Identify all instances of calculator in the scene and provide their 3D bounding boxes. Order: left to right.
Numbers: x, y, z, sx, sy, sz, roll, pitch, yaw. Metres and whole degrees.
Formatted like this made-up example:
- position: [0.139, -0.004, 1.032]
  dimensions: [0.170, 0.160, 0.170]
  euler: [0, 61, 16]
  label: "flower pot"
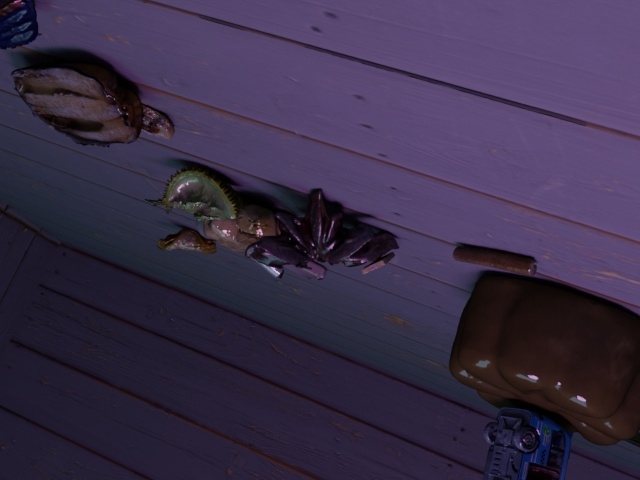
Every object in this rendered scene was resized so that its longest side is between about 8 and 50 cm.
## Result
- position: [-0.067, 0.052, 2.069]
  dimensions: [0.175, 0.032, 0.100]
  euler: [28, 166, -14]
  label: "calculator"

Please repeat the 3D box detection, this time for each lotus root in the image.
- position: [-0.403, -0.243, 1.417]
  dimensions: [0.329, 0.078, 0.167]
  euler: [15, 141, 42]
  label: "lotus root"

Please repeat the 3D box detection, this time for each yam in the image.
- position: [0.282, 0.031, 1.370]
  dimensions: [0.145, 0.032, 0.032]
  euler: [11, 162, 42]
  label: "yam"

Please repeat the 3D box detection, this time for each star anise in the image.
- position: [0.002, -0.001, 1.537]
  dimensions: [0.282, 0.129, 0.212]
  euler: [3, 164, 10]
  label: "star anise"

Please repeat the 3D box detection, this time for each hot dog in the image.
- position: [-0.369, -0.002, 2.324]
  dimensions: [0.169, 0.061, 0.078]
  euler: [4, -161, 0]
  label: "hot dog"

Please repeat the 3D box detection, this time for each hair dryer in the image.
- position: [-0.169, 0.011, 1.906]
  dimensions: [0.236, 0.073, 0.131]
  euler: [44, 161, -16]
  label: "hair dryer"

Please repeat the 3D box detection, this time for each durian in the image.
- position: [-0.244, -0.092, 1.653]
  dimensions: [0.215, 0.100, 0.086]
  euler: [10, 159, 25]
  label: "durian"

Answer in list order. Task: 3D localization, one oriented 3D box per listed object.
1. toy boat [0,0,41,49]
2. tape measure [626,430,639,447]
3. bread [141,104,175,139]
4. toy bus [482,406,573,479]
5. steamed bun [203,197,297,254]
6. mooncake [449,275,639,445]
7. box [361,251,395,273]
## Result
- position: [-0.476, -0.367, 1.098]
  dimensions: [0.219, 0.072, 0.318]
  euler: [23, 158, 17]
  label: "toy boat"
- position: [0.674, 0.342, 1.685]
  dimensions: [0.262, 0.138, 0.259]
  euler: [28, 168, -18]
  label: "tape measure"
- position: [-0.293, -0.203, 1.447]
  dimensions: [0.083, 0.035, 0.070]
  euler: [20, 168, 6]
  label: "bread"
- position: [0.359, 0.430, 1.497]
  dimensions: [0.134, 0.246, 0.113]
  euler: [20, 166, -20]
  label: "toy bus"
- position: [-0.141, -0.032, 1.717]
  dimensions: [0.177, 0.106, 0.192]
  euler: [7, 167, 42]
  label: "steamed bun"
- position: [0.417, 0.221, 1.513]
  dimensions: [0.378, 0.201, 0.378]
  euler: [22, 167, 5]
  label: "mooncake"
- position: [0.108, 0.041, 1.554]
  dimensions: [0.046, 0.012, 0.083]
  euler: [-26, 180, 21]
  label: "box"
